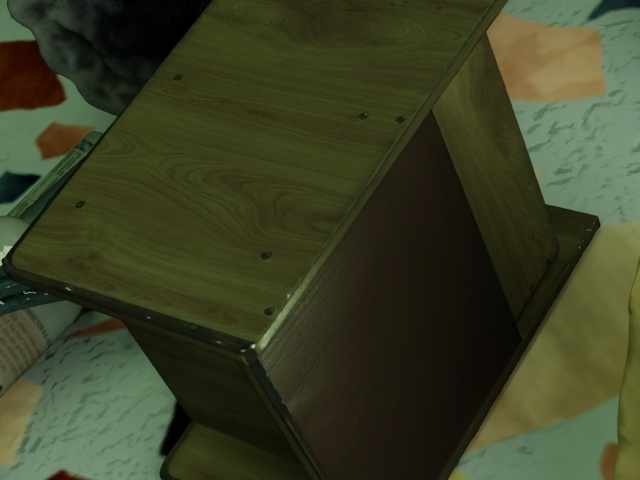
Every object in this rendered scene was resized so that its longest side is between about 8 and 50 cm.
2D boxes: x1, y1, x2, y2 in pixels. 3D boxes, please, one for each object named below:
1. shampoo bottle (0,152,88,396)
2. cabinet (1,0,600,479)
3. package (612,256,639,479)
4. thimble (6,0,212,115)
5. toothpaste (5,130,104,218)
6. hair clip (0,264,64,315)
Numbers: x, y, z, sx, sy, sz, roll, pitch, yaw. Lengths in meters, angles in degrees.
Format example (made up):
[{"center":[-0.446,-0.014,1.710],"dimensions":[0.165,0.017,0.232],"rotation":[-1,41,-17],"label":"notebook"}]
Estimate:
[{"center":[-0.154,0.014,0.879],"dimensions":[0.074,0.074,0.192],"rotation":[24,63,39],"label":"shampoo bottle"},{"center":[0.000,0.000,0.748],"dimensions":[0.148,0.175,0.215],"rotation":[16,59,35],"label":"cabinet"},{"center":[0.224,0.143,0.523],"dimensions":[0.165,0.221,0.311],"rotation":[-53,46,3],"label":"package"},{"center":[-0.052,-0.170,0.891],"dimensions":[0.245,0.217,0.157],"rotation":[-27,37,48],"label":"thimble"},{"center":[-0.170,-0.001,0.934],"dimensions":[0.048,0.029,0.197],"rotation":[25,66,44],"label":"toothpaste"},{"center":[-0.143,0.032,0.820],"dimensions":[0.229,0.039,0.070],"rotation":[-17,61,-21],"label":"hair clip"}]
